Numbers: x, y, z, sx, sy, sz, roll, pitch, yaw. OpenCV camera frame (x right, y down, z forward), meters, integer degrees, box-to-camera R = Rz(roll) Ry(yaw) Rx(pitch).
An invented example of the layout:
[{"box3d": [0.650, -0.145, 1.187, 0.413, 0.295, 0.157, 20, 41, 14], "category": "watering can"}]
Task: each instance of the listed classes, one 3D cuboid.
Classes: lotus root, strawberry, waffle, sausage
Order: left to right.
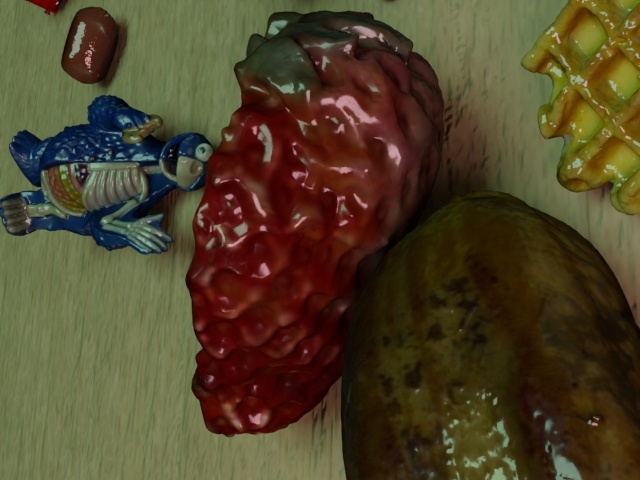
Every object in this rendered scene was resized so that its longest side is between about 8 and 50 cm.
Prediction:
[{"box3d": [-0.279, -0.238, 1.046, 0.054, 0.059, 0.094, 18, 92, 1], "category": "sausage"}, {"box3d": [0.000, 0.000, 0.643, 0.265, 0.149, 0.336, -75, -4, -66], "category": "strawberry"}, {"box3d": [0.110, 0.101, 0.500, 0.193, 0.193, 0.291, -37, 41, 31], "category": "lotus root"}, {"box3d": [0.217, -0.100, 0.506, 0.160, 0.055, 0.211, 52, 131, 19], "category": "waffle"}]

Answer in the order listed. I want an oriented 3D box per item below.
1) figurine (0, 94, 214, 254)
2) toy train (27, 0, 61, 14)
[{"box3d": [-0.216, -0.068, 0.911, 0.262, 0.120, 0.164, 7, 83, 29], "category": "figurine"}, {"box3d": [-0.353, -0.414, 1.147, 0.204, 0.082, 0.131, -51, 48, 20], "category": "toy train"}]
